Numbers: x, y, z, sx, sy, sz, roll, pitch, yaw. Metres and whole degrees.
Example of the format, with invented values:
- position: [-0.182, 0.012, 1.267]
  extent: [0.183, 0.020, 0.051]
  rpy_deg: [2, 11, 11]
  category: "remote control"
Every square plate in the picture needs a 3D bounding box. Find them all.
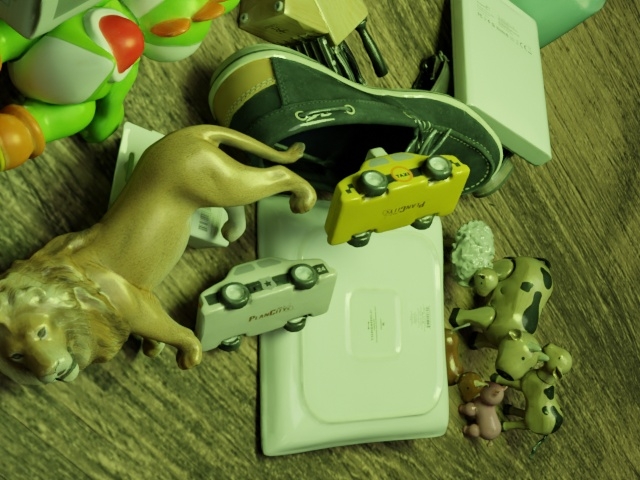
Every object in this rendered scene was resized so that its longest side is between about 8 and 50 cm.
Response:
- position: [0.063, 0.114, 1.389]
  extent: [0.344, 0.049, 0.347]
  rpy_deg: [3, 83, -38]
  category: "square plate"

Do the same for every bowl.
- position: [0.434, -0.517, 1.823]
  extent: [0.311, 0.163, 0.311]
  rpy_deg: [6, 82, -49]
  category: "bowl"

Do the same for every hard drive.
- position: [0.300, -0.294, 1.657]
  extent: [0.203, 0.040, 0.307]
  rpy_deg: [27, 51, -32]
  category: "hard drive"

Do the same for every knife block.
- position: [0.004, -0.331, 1.379]
  extent: [0.242, 0.088, 0.275]
  rpy_deg: [13, 77, -48]
  category: "knife block"

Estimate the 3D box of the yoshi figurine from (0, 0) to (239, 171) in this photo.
- position: [-0.252, -0.224, 1.059]
  extent: [0.362, 0.203, 0.203]
  rpy_deg: [-37, 79, -31]
  category: "yoshi figurine"

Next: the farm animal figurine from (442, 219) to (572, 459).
- position: [0.315, 0.165, 1.612]
  extent: [0.330, 0.172, 0.327]
  rpy_deg: [30, 64, -42]
  category: "farm animal figurine"

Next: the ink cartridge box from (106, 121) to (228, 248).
- position: [-0.184, -0.062, 1.160]
  extent: [0.180, 0.060, 0.104]
  rpy_deg: [21, 72, -45]
  category: "ink cartridge box"

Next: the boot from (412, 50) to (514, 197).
- position: [0.252, -0.223, 1.650]
  extent: [0.229, 0.091, 0.263]
  rpy_deg: [50, 45, -23]
  category: "boot"

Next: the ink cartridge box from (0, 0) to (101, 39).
- position: [-0.309, -0.398, 0.969]
  extent: [0.385, 0.091, 0.308]
  rpy_deg: [39, 49, 6]
  category: "ink cartridge box"

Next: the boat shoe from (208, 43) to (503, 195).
- position: [0.073, -0.121, 1.341]
  extent: [0.500, 0.187, 0.156]
  rpy_deg: [12, 44, -42]
  category: "boat shoe"

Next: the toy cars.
- position: [0.000, 0.000, 1.220]
  extent: [0.087, 0.394, 0.176]
  rpy_deg: [56, 9, 33]
  category: "toy cars"

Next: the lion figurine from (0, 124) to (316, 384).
- position: [-0.183, -0.003, 1.051]
  extent: [0.240, 0.142, 0.392]
  rpy_deg: [41, 74, -40]
  category: "lion figurine"
